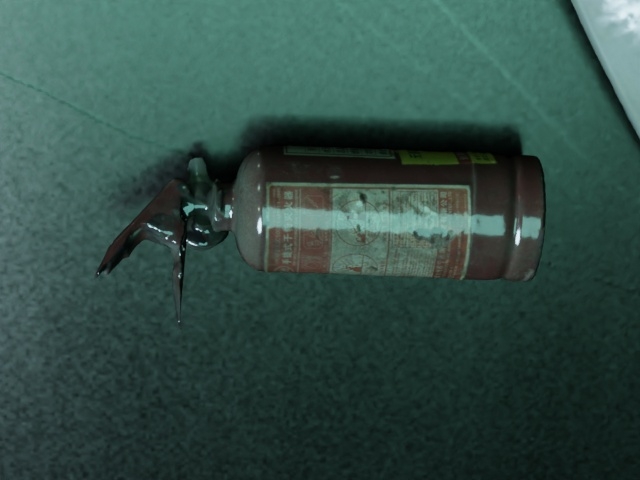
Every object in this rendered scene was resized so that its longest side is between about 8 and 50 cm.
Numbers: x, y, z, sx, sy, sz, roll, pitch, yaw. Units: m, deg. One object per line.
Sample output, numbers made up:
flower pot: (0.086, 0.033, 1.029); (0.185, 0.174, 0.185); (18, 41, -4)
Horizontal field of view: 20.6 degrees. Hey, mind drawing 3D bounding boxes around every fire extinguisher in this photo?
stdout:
fire extinguisher: (0.001, -0.008, 0.995); (0.252, 0.106, 0.075); (2, 128, -5)

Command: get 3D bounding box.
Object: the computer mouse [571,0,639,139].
computer mouse: (0.250, -0.130, 0.978); (0.197, 0.095, 0.331); (-33, 108, 3)
